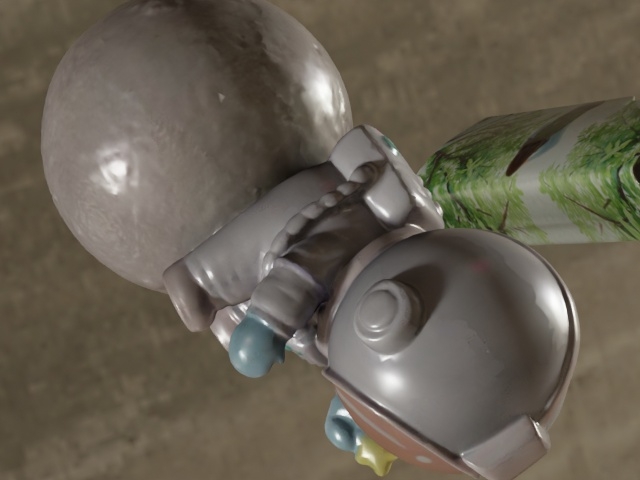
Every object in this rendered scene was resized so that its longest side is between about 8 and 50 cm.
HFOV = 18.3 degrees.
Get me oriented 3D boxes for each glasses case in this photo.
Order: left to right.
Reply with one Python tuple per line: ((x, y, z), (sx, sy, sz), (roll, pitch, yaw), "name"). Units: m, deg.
((0.161, -0.048, 1.292), (0.095, 0.062, 0.272), (-47, -162, -21), "glasses case")

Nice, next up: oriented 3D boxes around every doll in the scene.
((0.000, 0.000, 0.865), (0.151, 0.151, 0.287), (-25, -130, -35), "doll")
